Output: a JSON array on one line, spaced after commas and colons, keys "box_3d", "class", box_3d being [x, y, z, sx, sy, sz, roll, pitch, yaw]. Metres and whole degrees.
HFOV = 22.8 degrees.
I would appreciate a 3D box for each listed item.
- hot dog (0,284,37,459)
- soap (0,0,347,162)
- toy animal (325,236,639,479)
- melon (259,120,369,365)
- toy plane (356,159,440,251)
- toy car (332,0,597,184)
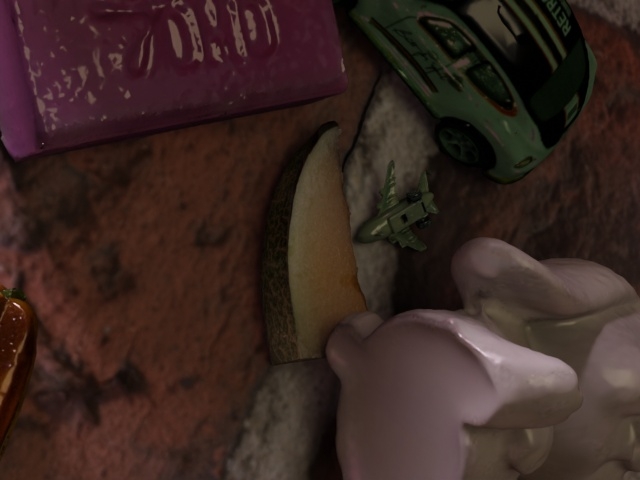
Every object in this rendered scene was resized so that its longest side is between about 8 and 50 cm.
[{"box_3d": [-0.241, 0.117, 1.055, 0.072, 0.055, 0.188, 26, 73, -22], "class": "hot dog"}, {"box_3d": [-0.116, -0.167, 1.143, 0.259, 0.081, 0.181, -13, 91, -31], "class": "soap"}, {"box_3d": [0.153, 0.109, 1.197, 0.265, 0.206, 0.272, -15, 133, -38], "class": "toy animal"}, {"box_3d": [-0.006, 0.003, 1.208, 0.098, 0.054, 0.182, -10, 91, -37], "class": "melon"}, {"box_3d": [0.063, -0.020, 1.259, 0.083, 0.033, 0.080, -34, 116, -28], "class": "toy plane"}, {"box_3d": [0.111, -0.187, 1.254, 0.306, 0.125, 0.136, 49, 64, -18], "class": "toy car"}]
